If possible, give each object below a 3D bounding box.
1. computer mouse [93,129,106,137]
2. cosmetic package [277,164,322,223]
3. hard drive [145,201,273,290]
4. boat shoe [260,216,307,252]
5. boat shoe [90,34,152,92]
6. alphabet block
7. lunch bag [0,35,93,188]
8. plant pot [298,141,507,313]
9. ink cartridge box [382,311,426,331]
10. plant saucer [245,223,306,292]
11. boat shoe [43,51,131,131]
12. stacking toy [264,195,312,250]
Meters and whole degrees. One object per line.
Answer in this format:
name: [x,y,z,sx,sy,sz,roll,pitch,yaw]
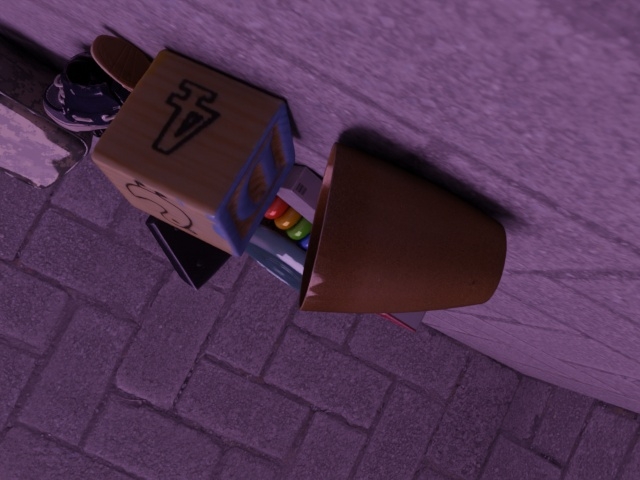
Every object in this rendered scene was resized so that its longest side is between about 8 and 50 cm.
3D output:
computer mouse: [-0.699,-0.357,1.716,0.273,0.072,0.188,15,171,-1]
cosmetic package: [0.009,-0.062,1.271,0.239,0.060,0.099,39,166,-35]
hard drive: [-0.188,-0.057,1.122,0.054,0.254,0.171,7,137,36]
boat shoe: [-0.141,-0.072,1.592,0.341,0.121,0.110,26,174,15]
boat shoe: [-0.284,-0.253,0.985,0.059,0.062,0.170,12,166,45]
alphabet block: [-0.170,-0.120,0.926,0.197,0.193,0.192,25,163,11]
lunch bag: [-0.651,-0.298,1.396,0.213,0.255,0.305,-32,136,27]
plant pot: [0.116,0.007,0.898,0.255,0.236,0.237,12,175,-5]
ink cartridge box: [0.079,0.077,1.724,0.279,0.160,0.385,33,171,-40]
plant saucer: [-0.081,0.059,1.537,0.318,0.043,0.317,32,166,9]
boat shoe: [-0.428,-0.281,1.169,0.341,0.127,0.158,13,161,31]
stacking toy: [-0.046,-0.050,1.403,0.330,0.141,0.141,34,171,-21]
